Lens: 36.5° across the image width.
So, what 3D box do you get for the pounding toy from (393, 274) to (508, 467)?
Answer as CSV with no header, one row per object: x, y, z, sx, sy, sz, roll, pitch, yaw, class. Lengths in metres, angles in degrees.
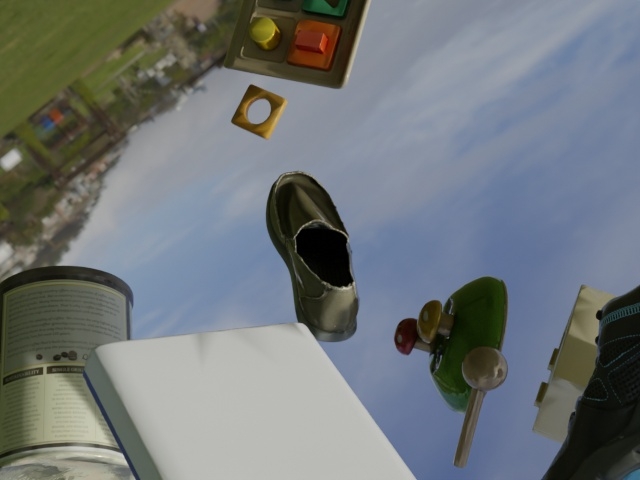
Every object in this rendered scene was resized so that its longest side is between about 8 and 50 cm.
0.155,0.136,1.222,0.237,0.110,0.183,-81,-173,-57,pounding toy

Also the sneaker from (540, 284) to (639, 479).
0.296,0.133,0.872,0.340,0.125,0.139,-60,-147,28,sneaker

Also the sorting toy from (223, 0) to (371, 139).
-0.033,-0.307,1.321,0.047,0.196,0.347,31,74,-66,sorting toy

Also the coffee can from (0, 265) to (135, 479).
-0.359,0.201,1.350,0.202,0.202,0.275,-30,-127,32,coffee can

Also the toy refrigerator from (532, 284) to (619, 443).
0.377,0.175,1.391,0.269,0.094,0.102,-49,155,-56,toy refrigerator

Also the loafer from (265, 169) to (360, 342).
0.000,0.000,1.136,0.087,0.094,0.251,108,-28,-43,loafer

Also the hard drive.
-0.019,0.191,0.720,0.210,0.318,0.040,-2,131,-40,hard drive
